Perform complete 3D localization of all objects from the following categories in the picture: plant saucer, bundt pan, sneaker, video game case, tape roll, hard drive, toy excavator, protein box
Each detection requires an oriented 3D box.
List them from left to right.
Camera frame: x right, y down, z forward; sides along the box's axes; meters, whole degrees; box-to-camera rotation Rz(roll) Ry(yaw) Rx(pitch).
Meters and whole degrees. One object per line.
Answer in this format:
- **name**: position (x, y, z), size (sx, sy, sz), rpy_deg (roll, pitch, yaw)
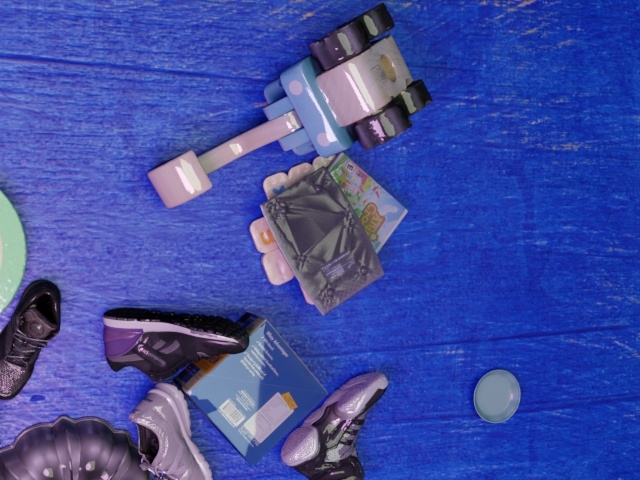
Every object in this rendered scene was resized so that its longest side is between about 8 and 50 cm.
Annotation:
- **tape roll**: position (-0.679, 0.020, 1.566), size (0.321, 0.077, 0.321), rpy_deg (-1, 93, -20)
- **sneaker**: position (-0.528, 0.181, 1.602), size (0.087, 0.130, 0.227), rpy_deg (28, 84, -18)
- **bundt pan**: position (-0.451, 0.492, 1.644), size (0.331, 0.124, 0.330), rpy_deg (-1, 92, -22)
- **sneaker**: position (-0.290, 0.409, 1.686), size (0.115, 0.105, 0.281), rpy_deg (-32, 112, -43)
- **sneaker**: position (-0.266, 0.203, 1.677), size (0.284, 0.107, 0.124), rpy_deg (5, 99, 15)
- **protein box**: position (-0.136, 0.283, 1.747), size (0.201, 0.136, 0.199), rpy_deg (-42, 105, -14)
- **toy excavator**: position (-0.062, -0.226, 1.729), size (0.222, 0.445, 0.433), rpy_deg (60, 32, -11)
- **hard drive**: position (0.000, 0.000, 1.785), size (0.172, 0.054, 0.254), rpy_deg (-33, 103, -16)
- **video game case**: position (0.049, -0.039, 1.843), size (0.193, 0.023, 0.212), rpy_deg (40, 78, -17)
- **sneaker**: position (0.058, 0.398, 1.848), size (0.269, 0.101, 0.153), rpy_deg (-41, 106, -9)
- **plant saucer**: position (0.388, 0.345, 2.009), size (0.119, 0.021, 0.119), rpy_deg (-1, 93, -21)

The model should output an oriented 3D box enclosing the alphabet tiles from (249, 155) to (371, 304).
- **alphabet tiles**: position (0.000, -0.025, 1.849), size (0.284, 0.021, 0.277), rpy_deg (-24, 100, -18)
